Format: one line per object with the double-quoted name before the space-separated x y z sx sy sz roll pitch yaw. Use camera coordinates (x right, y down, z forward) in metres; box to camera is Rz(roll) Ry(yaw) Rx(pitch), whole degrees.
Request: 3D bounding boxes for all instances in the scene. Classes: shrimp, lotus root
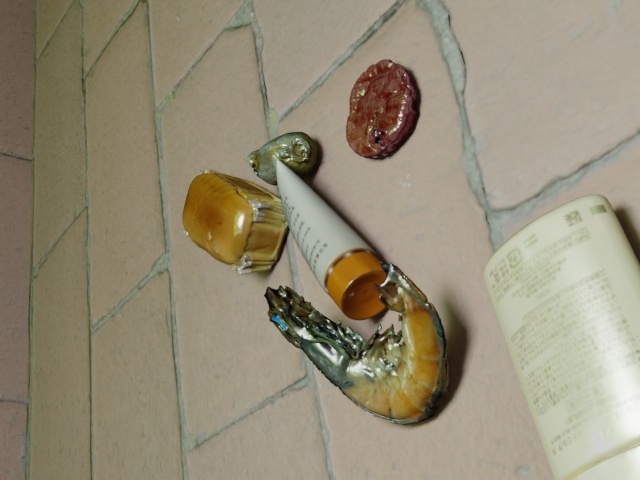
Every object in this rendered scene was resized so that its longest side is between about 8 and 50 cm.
"shrimp" 0.043 0.105 1.080 0.290 0.054 0.222 32 130 25
"lotus root" -0.063 -0.133 1.399 0.165 0.088 0.088 -11 71 54

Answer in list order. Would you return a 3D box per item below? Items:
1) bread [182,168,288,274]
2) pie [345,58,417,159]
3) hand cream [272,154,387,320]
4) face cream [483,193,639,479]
"bread" -0.157 -0.037 1.476 0.241 0.107 0.136 32 108 54
"pie" 0.089 -0.192 1.243 0.154 0.038 0.153 -27 55 47
"hand cream" 0.000 0.000 1.256 0.314 0.089 0.139 50 161 45
"face cream" 0.275 0.135 0.834 0.173 0.081 0.348 -43 47 37
